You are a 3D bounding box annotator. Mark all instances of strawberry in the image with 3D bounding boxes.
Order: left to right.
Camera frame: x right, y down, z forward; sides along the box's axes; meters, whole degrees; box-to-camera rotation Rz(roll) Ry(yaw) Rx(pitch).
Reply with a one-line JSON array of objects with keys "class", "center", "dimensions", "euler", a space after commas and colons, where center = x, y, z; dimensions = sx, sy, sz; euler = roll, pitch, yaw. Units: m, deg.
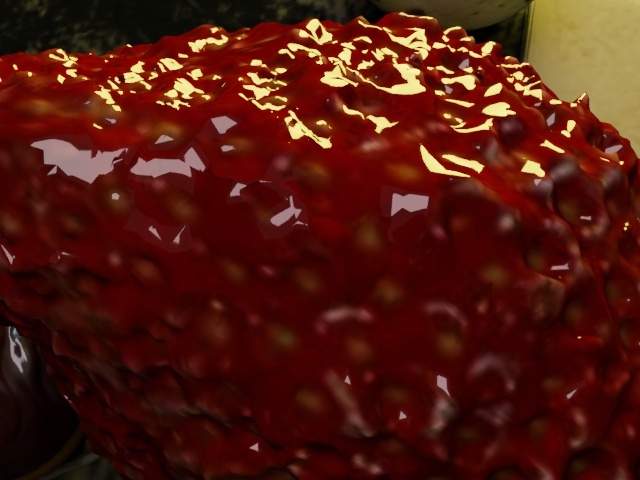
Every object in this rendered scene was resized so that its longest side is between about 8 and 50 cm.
[{"class": "strawberry", "center": [-0.002, 0.003, 0.473], "dimensions": [0.261, 0.258, 0.261], "euler": [-21, 27, 11]}]

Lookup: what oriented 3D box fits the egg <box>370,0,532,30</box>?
[{"class": "egg", "center": [0.063, -0.187, 0.660], "dimensions": [0.131, 0.131, 0.164], "euler": [-40, 51, -13]}]

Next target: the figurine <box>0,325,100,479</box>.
[{"class": "figurine", "center": [-0.178, 0.012, 0.597], "dimensions": [0.174, 0.116, 0.240], "euler": [-22, 56, -2]}]
